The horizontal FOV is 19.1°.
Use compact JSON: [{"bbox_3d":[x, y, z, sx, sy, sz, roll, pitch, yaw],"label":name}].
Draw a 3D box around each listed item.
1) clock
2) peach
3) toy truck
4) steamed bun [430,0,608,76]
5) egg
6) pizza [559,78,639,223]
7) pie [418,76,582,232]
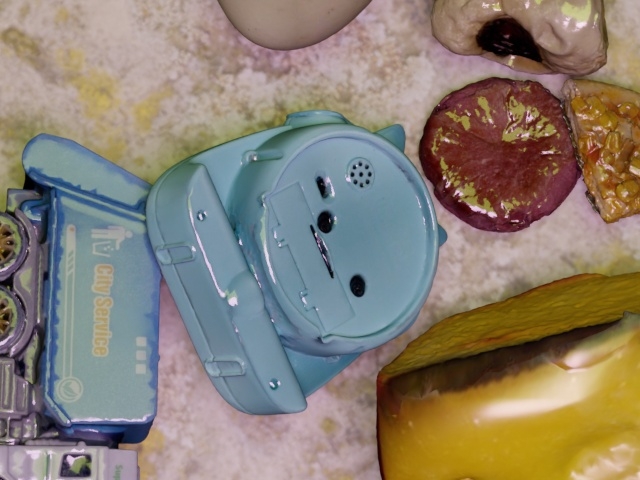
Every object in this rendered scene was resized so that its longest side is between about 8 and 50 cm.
[{"bbox_3d":[0.000,0.000,1.594,0.274,0.094,0.224,-31,103,-32],"label":"clock"},{"bbox_3d":[0.223,0.189,1.535,0.306,0.242,0.380,-43,96,10],"label":"peach"},{"bbox_3d":[-0.223,0.101,1.580,0.175,0.146,0.367,3,77,-6],"label":"toy truck"},{"bbox_3d":[0.172,-0.222,1.687,0.155,0.141,0.172,-7,74,10],"label":"steamed bun"},{"bbox_3d":[-0.013,-0.289,1.656,0.188,0.188,0.254,16,81,1],"label":"egg"},{"bbox_3d":[0.276,-0.074,1.675,0.178,0.041,0.131,42,59,-3],"label":"pizza"},{"bbox_3d":[0.163,-0.080,1.693,0.153,0.038,0.154,1,77,-5],"label":"pie"}]
